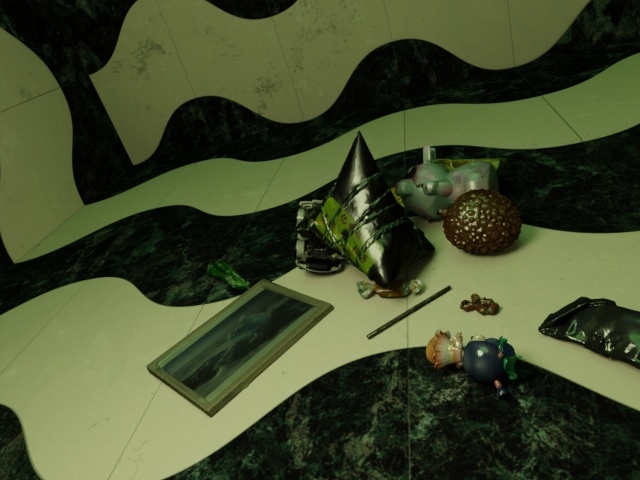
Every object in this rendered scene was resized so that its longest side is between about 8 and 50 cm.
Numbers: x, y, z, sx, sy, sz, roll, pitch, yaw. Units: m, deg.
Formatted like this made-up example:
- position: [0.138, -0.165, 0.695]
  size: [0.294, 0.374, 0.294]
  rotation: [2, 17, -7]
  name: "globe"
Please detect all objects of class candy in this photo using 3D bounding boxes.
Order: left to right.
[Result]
- position: [0.187, 0.133, 1.388]
  size: [0.182, 0.046, 0.053]
  rotation: [-3, 47, 21]
  name: "candy"

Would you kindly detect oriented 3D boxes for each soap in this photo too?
- position: [0.307, -0.169, 1.892]
  size: [0.089, 0.033, 0.168]
  rotation: [-28, 29, -12]
  name: "soap"

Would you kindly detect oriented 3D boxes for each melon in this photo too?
- position: [0.540, -0.228, 1.779]
  size: [0.169, 0.129, 0.265]
  rotation: [-12, 13, -42]
  name: "melon"

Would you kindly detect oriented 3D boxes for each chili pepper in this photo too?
- position: [-0.296, 0.122, 1.704]
  size: [0.088, 0.059, 0.227]
  rotation: [-29, 30, -29]
  name: "chili pepper"

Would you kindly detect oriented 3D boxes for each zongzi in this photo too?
- position: [0.139, -0.092, 1.408]
  size: [0.383, 0.362, 0.319]
  rotation: [30, 29, 18]
  name: "zongzi"

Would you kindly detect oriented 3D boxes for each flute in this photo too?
- position: [0.229, 0.183, 1.302]
  size: [0.269, 0.014, 0.014]
  rotation: [-27, 28, -17]
  name: "flute"

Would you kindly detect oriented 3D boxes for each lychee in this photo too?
- position: [0.441, -0.057, 1.426]
  size: [0.238, 0.200, 0.200]
  rotation: [22, 44, 26]
  name: "lychee"

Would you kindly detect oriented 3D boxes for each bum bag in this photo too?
- position: [0.592, 0.181, 1.007]
  size: [0.137, 0.074, 0.310]
  rotation: [-41, 27, -16]
  name: "bum bag"

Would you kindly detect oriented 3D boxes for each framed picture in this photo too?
- position: [-0.221, 0.269, 1.409]
  size: [0.326, 0.028, 0.446]
  rotation: [12, 39, 45]
  name: "framed picture"

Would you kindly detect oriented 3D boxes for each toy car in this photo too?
- position: [0.000, 0.000, 1.621]
  size: [0.172, 0.158, 0.235]
  rotation: [6, 71, 1]
  name: "toy car"

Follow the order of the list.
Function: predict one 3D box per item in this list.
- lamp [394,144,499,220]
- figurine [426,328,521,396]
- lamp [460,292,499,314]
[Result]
- position: [0.405, -0.190, 1.636]
  size: [0.301, 0.247, 0.247]
  rotation: [-3, 1, 32]
  name: "lamp"
- position: [0.314, 0.246, 1.051]
  size: [0.195, 0.111, 0.102]
  rotation: [-1, 14, 37]
  name: "figurine"
- position: [0.391, 0.158, 1.231]
  size: [0.063, 0.031, 0.083]
  rotation: [-36, 36, -29]
  name: "lamp"
